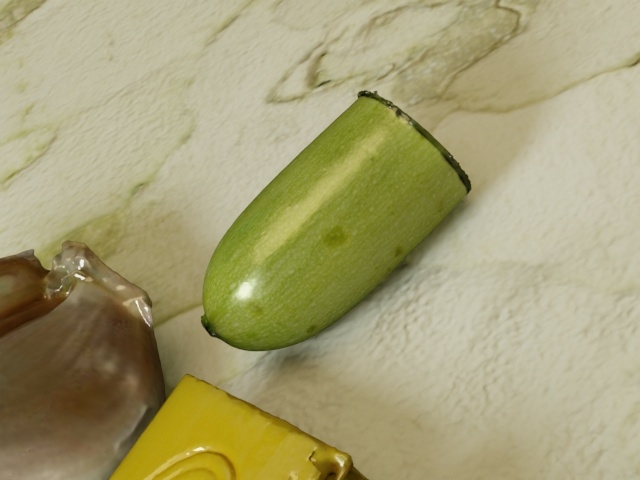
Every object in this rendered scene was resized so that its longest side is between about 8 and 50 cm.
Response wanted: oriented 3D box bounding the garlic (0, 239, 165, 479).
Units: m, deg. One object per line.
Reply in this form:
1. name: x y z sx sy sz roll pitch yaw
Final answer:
1. garlic: -0.267 0.139 1.485 0.279 0.132 0.325 30 56 34

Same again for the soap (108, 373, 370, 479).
1. soap: -0.112 0.274 1.345 0.204 0.096 0.324 20 68 40

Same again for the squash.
1. squash: 0.000 0.000 1.474 0.247 0.132 0.132 -46 46 -6
